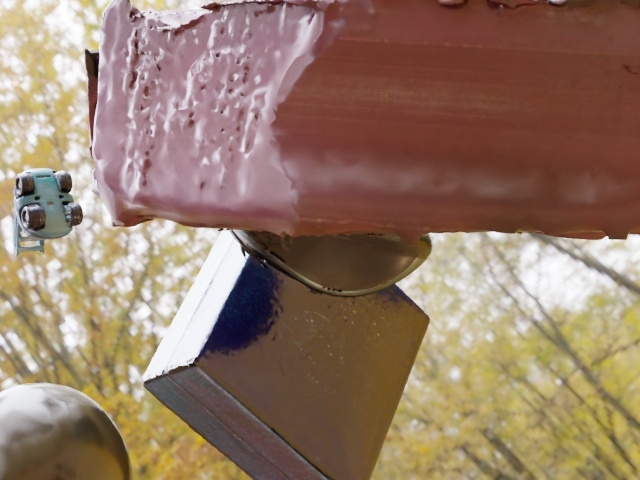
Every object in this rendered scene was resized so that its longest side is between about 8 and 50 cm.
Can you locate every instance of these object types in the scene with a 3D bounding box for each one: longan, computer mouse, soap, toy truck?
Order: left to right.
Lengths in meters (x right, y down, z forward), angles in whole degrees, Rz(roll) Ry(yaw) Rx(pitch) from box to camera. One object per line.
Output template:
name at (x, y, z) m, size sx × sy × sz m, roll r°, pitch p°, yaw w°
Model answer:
toy truck at (-0.271, -0.023, 1.168) m, size 0.056 × 0.073 × 0.090 m, roll -5°, pitch -25°, yaw -33°
longan at (-0.261, 0.227, 1.148) m, size 0.189 × 0.189 × 0.189 m, roll -29°, pitch -35°, yaw -22°
computer mouse at (0.000, 0.000, 1.225) m, size 0.233 × 0.137 × 0.096 m, roll 9°, pitch -77°, yaw -27°
soap at (0.034, -0.057, 0.540) m, size 0.182 × 0.289 × 0.112 m, roll -11°, pitch -77°, yaw -81°

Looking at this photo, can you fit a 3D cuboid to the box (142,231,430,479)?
box at (-0.027, 0.122, 1.384) m, size 0.116 × 0.261 × 0.279 m, roll -26°, pitch 29°, yaw 44°
